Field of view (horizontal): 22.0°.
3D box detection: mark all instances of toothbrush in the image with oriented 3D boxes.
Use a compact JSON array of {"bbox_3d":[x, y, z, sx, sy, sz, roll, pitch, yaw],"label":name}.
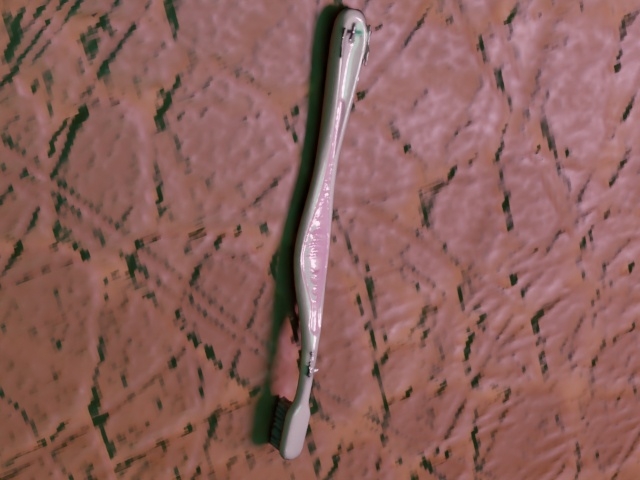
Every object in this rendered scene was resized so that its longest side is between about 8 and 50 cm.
[{"bbox_3d":[0.000,0.000,0.721,0.017,0.022,0.204,-2,107,-40],"label":"toothbrush"}]
